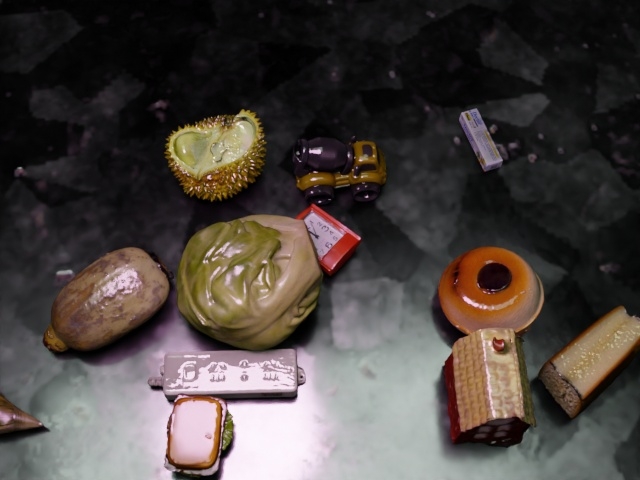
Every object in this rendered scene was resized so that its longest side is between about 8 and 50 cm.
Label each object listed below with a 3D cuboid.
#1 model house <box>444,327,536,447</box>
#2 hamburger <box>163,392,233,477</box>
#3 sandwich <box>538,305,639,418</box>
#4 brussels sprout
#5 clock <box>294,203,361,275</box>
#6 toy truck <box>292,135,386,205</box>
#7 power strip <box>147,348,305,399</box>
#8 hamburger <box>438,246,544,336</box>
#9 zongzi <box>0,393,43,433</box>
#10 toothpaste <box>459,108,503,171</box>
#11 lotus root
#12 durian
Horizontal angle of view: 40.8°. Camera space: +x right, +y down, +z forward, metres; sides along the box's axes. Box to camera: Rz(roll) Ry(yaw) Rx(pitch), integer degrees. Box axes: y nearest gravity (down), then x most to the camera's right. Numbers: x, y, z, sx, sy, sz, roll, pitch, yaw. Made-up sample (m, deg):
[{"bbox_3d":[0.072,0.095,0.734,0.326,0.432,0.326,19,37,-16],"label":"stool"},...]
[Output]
[{"bbox_3d":[0.347,0.298,1.743,0.160,0.254,0.196,-3,64,1],"label":"model house"},{"bbox_3d":[-0.249,0.403,1.767,0.137,0.087,0.165,7,66,1],"label":"hamburger"},{"bbox_3d":[0.589,0.254,1.840,0.236,0.128,0.122,-35,67,-17],"label":"sandwich"},{"bbox_3d":[-0.154,0.085,1.836,0.328,0.247,0.328,-1,69,4],"label":"brussels sprout"},{"bbox_3d":[0.000,0.000,1.978,0.155,0.061,0.113,37,70,18],"label":"clock"},{"bbox_3d":[0.046,-0.182,2.003,0.224,0.165,0.147,-2,65,-3],"label":"toy truck"},{"bbox_3d":[-0.201,0.288,1.838,0.338,0.058,0.098,-2,66,-2],"label":"power strip"},{"bbox_3d":[0.371,0.116,1.888,0.237,0.147,0.236,-4,56,6],"label":"hamburger"},{"bbox_3d":[-0.692,0.312,1.795,0.204,0.094,0.204,-9,65,-10],"label":"zongzi"},{"bbox_3d":[0.396,-0.248,2.116,0.046,0.034,0.164,-17,67,-9],"label":"toothpaste"},{"bbox_3d":[-0.463,0.139,1.855,0.309,0.173,0.173,-38,71,-9],"label":"lotus root"},{"bbox_3d":[-0.235,-0.198,1.999,0.237,0.176,0.200,-26,78,-7],"label":"durian"}]
